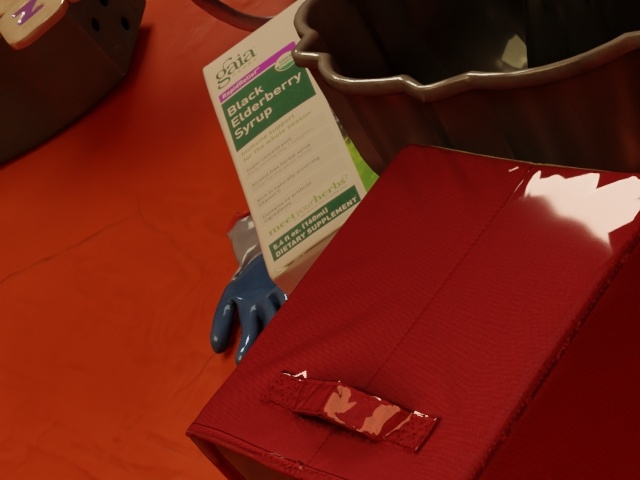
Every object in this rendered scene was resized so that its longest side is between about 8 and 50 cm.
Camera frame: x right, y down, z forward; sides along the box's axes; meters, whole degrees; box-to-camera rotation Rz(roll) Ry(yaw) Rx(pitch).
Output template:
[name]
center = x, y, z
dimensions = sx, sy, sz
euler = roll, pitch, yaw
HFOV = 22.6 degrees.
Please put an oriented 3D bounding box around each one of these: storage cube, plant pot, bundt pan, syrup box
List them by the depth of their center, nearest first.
[storage cube]
center = 0.093, 0.091, 0.762
dimensions = 0.183, 0.215, 0.193
euler = 11, 58, 51
[bundt pan]
center = 0.156, -0.118, 0.911
dimensions = 0.330, 0.124, 0.331
euler = -18, 28, 10
[syrup box]
center = 0.003, -0.049, 1.051
dimensions = 0.093, 0.096, 0.237
euler = -34, 41, 11
[plant pot]
center = -0.291, -0.185, 1.478
dimensions = 0.234, 0.165, 0.166
euler = -16, 45, 29

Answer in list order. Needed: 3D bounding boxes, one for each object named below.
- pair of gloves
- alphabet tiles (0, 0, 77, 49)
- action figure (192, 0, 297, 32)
[pair of gloves]
center = 0.000, 0.000, 1.106
dimensions = 0.198, 0.023, 0.159
euler = -33, 37, 20
[alphabet tiles]
center = -0.216, -0.251, 1.338
dimensions = 0.284, 0.021, 0.278
euler = -41, 34, -2
[action figure]
center = 0.078, -0.308, 1.229
dimensions = 0.370, 0.248, 0.276
euler = -56, 9, -11
